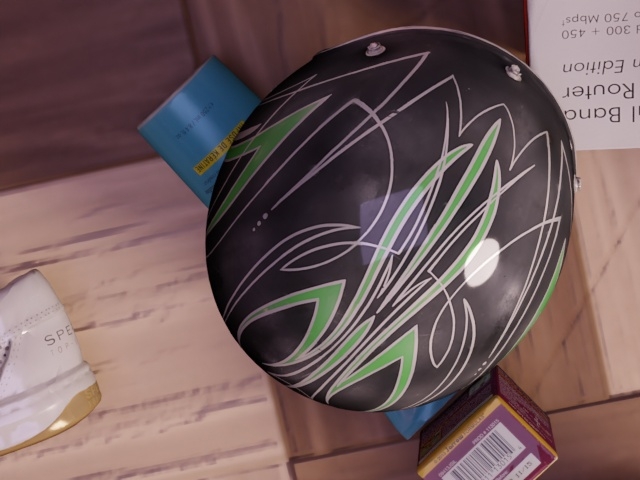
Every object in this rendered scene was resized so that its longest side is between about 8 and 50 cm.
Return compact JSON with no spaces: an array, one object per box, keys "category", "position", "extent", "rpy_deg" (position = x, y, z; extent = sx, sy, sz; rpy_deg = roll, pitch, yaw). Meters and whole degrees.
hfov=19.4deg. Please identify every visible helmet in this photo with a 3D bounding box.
[{"category":"helmet","position":[0.030,-0.008,0.820],"extent":[0.169,0.161,0.169],"rpy_deg":[0,91,-14]}]

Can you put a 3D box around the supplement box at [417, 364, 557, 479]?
[{"category":"supplement box","position":[0.080,0.099,0.905],"extent":[0.043,0.083,0.055],"rpy_deg":[44,100,-3]}]

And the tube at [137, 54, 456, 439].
[{"category":"tube","position":[0.000,0.000,0.921],"extent":[0.080,0.052,0.207],"rpy_deg":[-43,98,14]}]

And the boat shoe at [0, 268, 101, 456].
[{"category":"boat shoe","position":[-0.253,0.083,0.932],"extent":[0.277,0.098,0.096],"rpy_deg":[-18,96,-2]}]

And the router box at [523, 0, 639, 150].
[{"category":"router box","position":[0.249,-0.185,0.777],"extent":[0.335,0.082,0.301],"rpy_deg":[-3,130,6]}]
